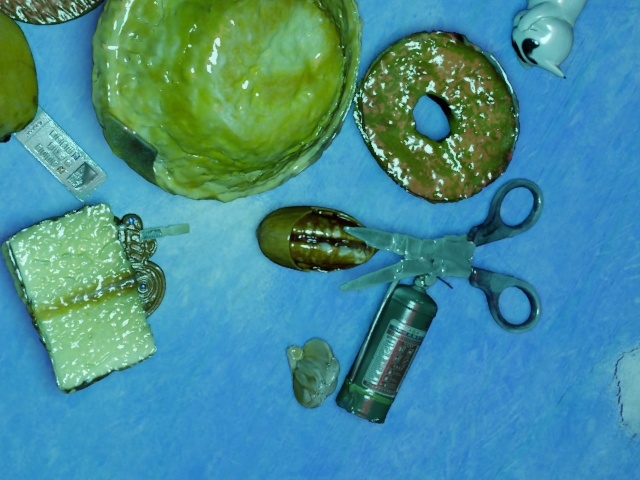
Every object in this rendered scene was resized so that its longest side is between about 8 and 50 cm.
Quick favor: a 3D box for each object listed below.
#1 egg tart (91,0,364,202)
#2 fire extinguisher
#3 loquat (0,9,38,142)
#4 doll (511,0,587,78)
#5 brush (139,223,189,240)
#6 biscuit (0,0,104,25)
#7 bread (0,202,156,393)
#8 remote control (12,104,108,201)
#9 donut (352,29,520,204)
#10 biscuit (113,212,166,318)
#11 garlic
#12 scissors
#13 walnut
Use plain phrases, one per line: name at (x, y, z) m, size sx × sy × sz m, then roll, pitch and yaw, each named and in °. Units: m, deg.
egg tart at (-0.105, -0.247, 1.588) m, size 0.443 × 0.178 × 0.443 m, roll -12°, pitch 115°, yaw -28°
fire extinguisher at (0.125, 0.151, 1.802) m, size 0.118 × 0.093 × 0.294 m, roll 23°, pitch 96°, yaw -28°
loquat at (-0.501, -0.233, 1.583) m, size 0.187 × 0.176 × 0.234 m, roll -13°, pitch 100°, yaw 9°
doll at (0.361, -0.359, 1.742) m, size 0.106 × 0.110 × 0.181 m, roll 16°, pitch 97°, yaw -29°
brush at (-0.244, -0.014, 1.735) m, size 0.083 × 0.013 × 0.016 m, roll -9°, pitch 93°, yaw -28°
biscuit at (-0.413, -0.448, 1.622) m, size 0.261 × 0.037 × 0.262 m, roll -2°, pitch 101°, yaw -9°
bread at (-0.375, 0.089, 1.683) m, size 0.178 × 0.141 × 0.266 m, roll -25°, pitch 102°, yaw -39°
remote control at (-0.401, -0.136, 1.688) m, size 0.061 × 0.029 × 0.162 m, roll -42°, pitch 109°, yaw 1°
donut at (0.175, -0.196, 1.746) m, size 0.272 × 0.107 × 0.272 m, roll -1°, pitch 96°, yaw -11°
biscuit at (-0.309, 0.047, 1.739) m, size 0.124 × 0.026 × 0.175 m, roll -7°, pitch 102°, yaw -9°
garlic at (-0.006, 0.218, 1.800) m, size 0.074 × 0.094 × 0.113 m, roll 3°, pitch 102°, yaw -44°
scissors at (0.200, 0.031, 1.765) m, size 0.383 × 0.029 × 0.256 m, roll -2°, pitch 93°, yaw -27°
walnut at (0.000, 0.000, 1.740) m, size 0.207 × 0.116 × 0.116 m, roll 8°, pitch 99°, yaw -15°
